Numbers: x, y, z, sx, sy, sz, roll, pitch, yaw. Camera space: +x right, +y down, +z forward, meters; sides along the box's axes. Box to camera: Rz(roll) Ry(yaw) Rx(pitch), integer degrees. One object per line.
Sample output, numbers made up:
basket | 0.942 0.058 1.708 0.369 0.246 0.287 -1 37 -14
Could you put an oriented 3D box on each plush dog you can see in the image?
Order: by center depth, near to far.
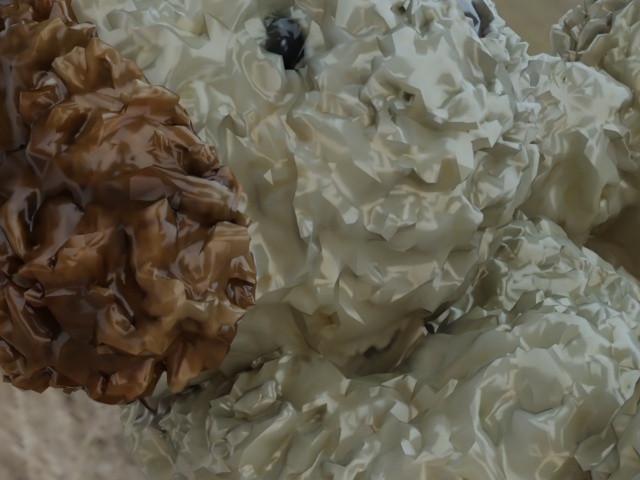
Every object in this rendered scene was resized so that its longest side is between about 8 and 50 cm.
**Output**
plush dog | 0.000 0.000 0.443 0.225 0.210 0.262 51 26 -21
